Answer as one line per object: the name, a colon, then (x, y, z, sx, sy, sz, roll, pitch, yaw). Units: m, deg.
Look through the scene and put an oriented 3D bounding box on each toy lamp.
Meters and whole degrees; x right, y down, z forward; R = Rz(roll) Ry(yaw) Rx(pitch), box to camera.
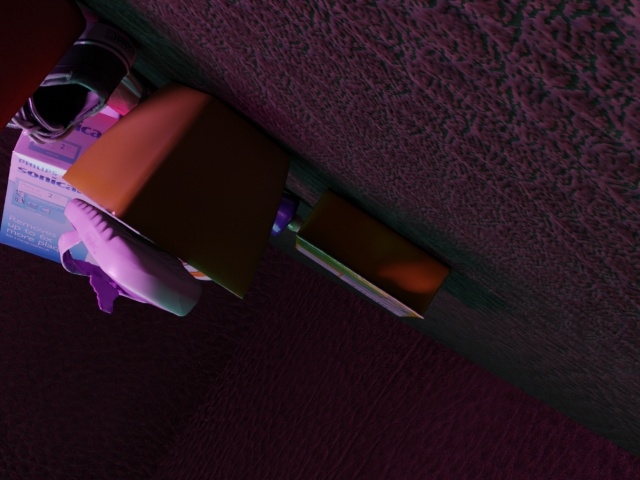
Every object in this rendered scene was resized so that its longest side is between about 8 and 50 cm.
toy lamp: (0.000, 0.000, 1.777, 0.275, 0.080, 0.080, 35, 176, -15)

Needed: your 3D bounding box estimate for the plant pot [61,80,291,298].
plant pot: (-0.164, -0.080, 1.311, 0.212, 0.187, 0.212, 37, 175, -34)

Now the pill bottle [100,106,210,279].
pill bottle: (-0.301, -0.101, 1.906, 0.224, 0.224, 0.392, 29, 175, 46)

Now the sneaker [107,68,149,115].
sneaker: (-0.380, -0.241, 1.462, 0.116, 0.136, 0.314, 31, 176, 45)

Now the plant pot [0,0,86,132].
plant pot: (-0.435, -0.254, 1.062, 0.267, 0.267, 0.236, 33, 163, 3)

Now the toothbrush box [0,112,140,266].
toothbrush box: (-0.376, -0.076, 1.632, 0.216, 0.126, 0.295, 21, 147, -12)

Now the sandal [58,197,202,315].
sandal: (-0.249, 0.032, 1.235, 0.169, 0.102, 0.416, 35, 176, -14)

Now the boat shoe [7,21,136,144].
boat shoe: (-0.345, -0.177, 1.299, 0.306, 0.105, 0.113, -8, 145, 42)

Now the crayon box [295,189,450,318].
crayon box: (0.069, 0.025, 1.475, 0.203, 0.083, 0.323, 33, 177, 1)
